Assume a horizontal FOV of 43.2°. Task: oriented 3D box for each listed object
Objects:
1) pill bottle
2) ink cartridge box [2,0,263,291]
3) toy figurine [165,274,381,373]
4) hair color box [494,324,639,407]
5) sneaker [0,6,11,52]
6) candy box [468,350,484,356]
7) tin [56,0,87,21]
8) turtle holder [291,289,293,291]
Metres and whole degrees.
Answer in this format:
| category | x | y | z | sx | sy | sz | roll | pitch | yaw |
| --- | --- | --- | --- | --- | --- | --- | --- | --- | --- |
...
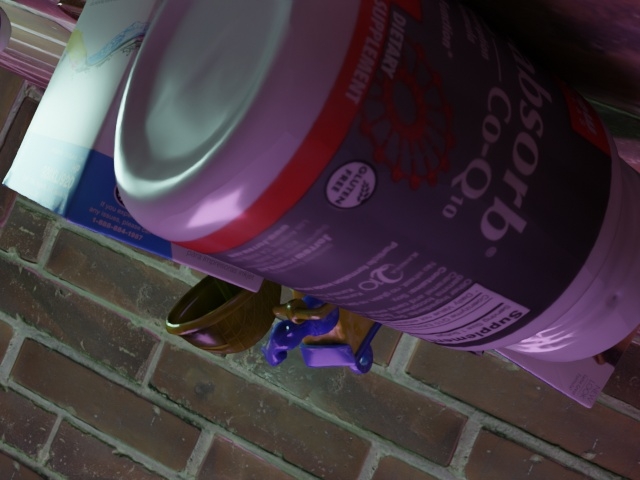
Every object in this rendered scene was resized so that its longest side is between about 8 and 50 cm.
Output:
| category | x | y | z | sx | sy | sz | roll | pitch | yaw |
| --- | --- | --- | --- | --- | --- | --- | --- | --- | --- |
| pill bottle | 0.068 | -0.045 | 0.547 | 0.363 | 0.210 | 0.210 | 24 | 179 | -36 |
| ink cartridge box | -0.109 | -0.108 | 0.649 | 0.171 | 0.233 | 0.168 | 24 | 177 | -36 |
| toy figurine | 0.027 | 0.061 | 0.803 | 0.191 | 0.217 | 0.362 | -1 | -150 | 28 |
| hair color box | 0.268 | 0.062 | 1.123 | 0.338 | 0.185 | 0.110 | 32 | 179 | -9 |
| sneaker | -0.677 | -0.398 | 1.262 | 0.322 | 0.130 | 0.236 | 29 | -176 | 10 |
| candy box | 0.260 | 0.067 | 1.404 | 0.071 | 0.233 | 0.159 | 24 | 178 | -19 |
| tin | -0.234 | -0.264 | 0.966 | 0.189 | 0.040 | 0.106 | 23 | -177 | 34 |
| turtle holder | 0.011 | -0.014 | 1.540 | 0.320 | 0.243 | 0.227 | 59 | -151 | 7 |
